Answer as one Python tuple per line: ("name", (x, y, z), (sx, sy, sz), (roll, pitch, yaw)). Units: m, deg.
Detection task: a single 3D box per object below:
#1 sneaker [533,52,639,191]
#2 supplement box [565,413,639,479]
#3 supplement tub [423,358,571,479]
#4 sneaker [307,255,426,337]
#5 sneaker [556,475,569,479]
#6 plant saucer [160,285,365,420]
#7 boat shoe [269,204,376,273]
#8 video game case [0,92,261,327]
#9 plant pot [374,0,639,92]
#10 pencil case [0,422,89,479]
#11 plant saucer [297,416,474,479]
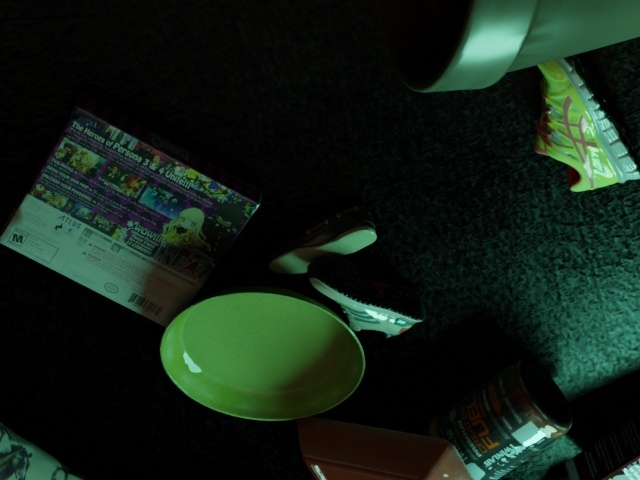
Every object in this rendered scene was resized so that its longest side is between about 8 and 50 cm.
("sneaker", (0.259, -0.128, 1.599), (0.094, 0.081, 0.208), (-24, 119, 20))
("supplement box", (0.434, 0.264, 1.832), (0.239, 0.073, 0.130), (-37, 114, 15))
("supplement tub", (0.198, 0.235, 1.822), (0.106, 0.106, 0.198), (41, 116, -21))
("sneaker", (0.040, 0.074, 1.743), (0.161, 0.057, 0.075), (21, 134, -30))
("sneaker", (0.311, 0.440, 1.924), (0.090, 0.145, 0.270), (8, 123, -2))
("plant saucer", (-0.067, 0.127, 1.782), (0.240, 0.037, 0.241), (2, 138, 2))
("boat shoe", (0.001, 0.001, 1.721), (0.133, 0.042, 0.049), (-24, 146, 18))
("video game case", (-0.217, -0.028, 1.712), (0.232, 0.042, 0.210), (28, 120, -14))
("plant pot", (0.221, -0.300, 1.385), (0.280, 0.323, 0.323), (-3, 124, -15))
("pencil case", (-0.356, 0.356, 1.900), (0.410, 0.160, 0.183), (37, 143, -19))
("plant saucer", (0.103, 0.332, 1.841), (0.258, 0.048, 0.259), (3, 133, 46))
